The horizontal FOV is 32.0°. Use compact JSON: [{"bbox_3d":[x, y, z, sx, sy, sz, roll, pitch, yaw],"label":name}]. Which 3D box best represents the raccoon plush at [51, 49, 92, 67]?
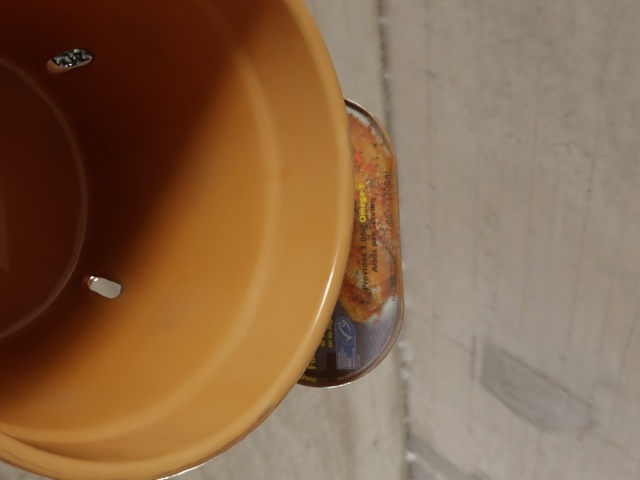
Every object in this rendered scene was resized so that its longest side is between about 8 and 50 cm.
[{"bbox_3d":[-0.366,-0.144,1.295,0.299,0.446,0.216,19,14,-14],"label":"raccoon plush"}]

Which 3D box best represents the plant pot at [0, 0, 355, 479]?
[{"bbox_3d":[-0.152,-0.028,0.590,0.203,0.291,0.291,-4,-53,44],"label":"plant pot"}]

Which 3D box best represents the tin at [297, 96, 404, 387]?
[{"bbox_3d":[0.000,0.000,0.728,0.040,0.106,0.190,50,38,-82],"label":"tin"}]
